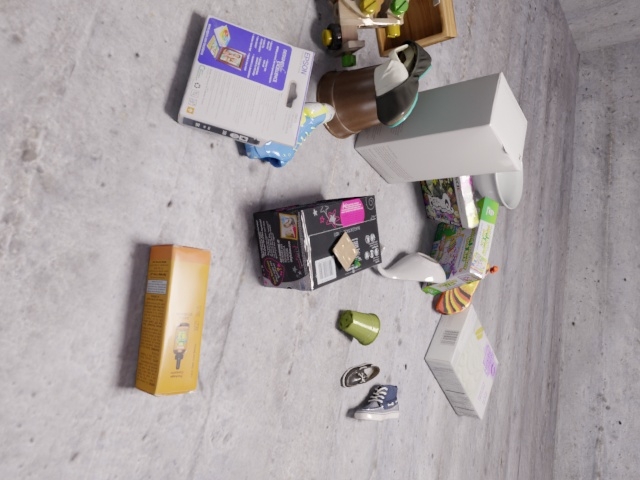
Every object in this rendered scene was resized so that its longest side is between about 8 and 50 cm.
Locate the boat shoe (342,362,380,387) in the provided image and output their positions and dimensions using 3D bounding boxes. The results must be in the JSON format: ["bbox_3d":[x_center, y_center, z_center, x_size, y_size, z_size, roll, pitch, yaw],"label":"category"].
[{"bbox_3d":[0.104,0.340,1.199,0.125,0.038,0.046,-2,90,-50],"label":"boat shoe"}]

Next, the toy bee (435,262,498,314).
[{"bbox_3d":[0.484,0.108,1.537,0.195,0.162,0.298,-42,147,-79],"label":"toy bee"}]

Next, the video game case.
[{"bbox_3d":[0.365,-0.152,1.395,0.042,0.232,0.210,-18,106,-14],"label":"video game case"}]

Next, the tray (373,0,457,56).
[{"bbox_3d":[0.225,-0.720,1.255,0.076,0.203,0.410,-26,108,-48],"label":"tray"}]

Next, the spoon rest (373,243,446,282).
[{"bbox_3d":[0.237,0.070,1.320,0.276,0.137,0.084,17,105,-36],"label":"spoon rest"}]

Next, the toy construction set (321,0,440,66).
[{"bbox_3d":[0.136,-0.525,1.089,0.258,0.309,0.237,-6,98,-42],"label":"toy construction set"}]

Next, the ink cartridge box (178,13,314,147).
[{"bbox_3d":[-0.129,-0.279,0.866,0.208,0.045,0.206,14,74,-14],"label":"ink cartridge box"}]

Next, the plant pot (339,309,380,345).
[{"bbox_3d":[0.090,0.205,1.166,0.079,0.083,0.083,29,66,-33],"label":"plant pot"}]

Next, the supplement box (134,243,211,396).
[{"bbox_3d":[-0.239,0.126,0.773,0.078,0.080,0.233,13,77,-48],"label":"supplement box"}]

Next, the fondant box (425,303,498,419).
[{"bbox_3d":[0.483,0.403,1.604,0.238,0.096,0.330,-57,130,-35],"label":"fondant box"}]

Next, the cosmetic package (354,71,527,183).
[{"bbox_3d":[0.295,-0.262,1.196,0.197,0.366,0.155,37,61,-43],"label":"cosmetic package"}]

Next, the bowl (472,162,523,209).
[{"bbox_3d":[0.649,-0.259,1.793,0.298,0.134,0.297,4,85,-49],"label":"bowl"}]

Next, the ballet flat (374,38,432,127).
[{"bbox_3d":[0.161,-0.343,1.007,0.096,0.095,0.280,51,42,-23],"label":"ballet flat"}]

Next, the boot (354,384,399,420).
[{"bbox_3d":[0.145,0.416,1.234,0.190,0.069,0.086,25,63,-55],"label":"boot"}]

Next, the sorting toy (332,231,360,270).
[{"bbox_3d":[0.054,0.031,0.954,0.083,0.012,0.062,57,45,-27],"label":"sorting toy"}]

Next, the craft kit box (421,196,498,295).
[{"bbox_3d":[0.414,0.024,1.430,0.061,0.247,0.249,27,65,-14],"label":"craft kit box"}]

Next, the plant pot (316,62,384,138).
[{"bbox_3d":[0.105,-0.337,1.129,0.167,0.165,0.166,2,87,-49],"label":"plant pot"}]

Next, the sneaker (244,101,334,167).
[{"bbox_3d":[-0.069,-0.219,0.987,0.240,0.091,0.126,-15,110,-37],"label":"sneaker"}]

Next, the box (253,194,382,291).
[{"bbox_3d":[0.000,0.000,1.011,0.247,0.142,0.163,-16,102,-48],"label":"box"}]
